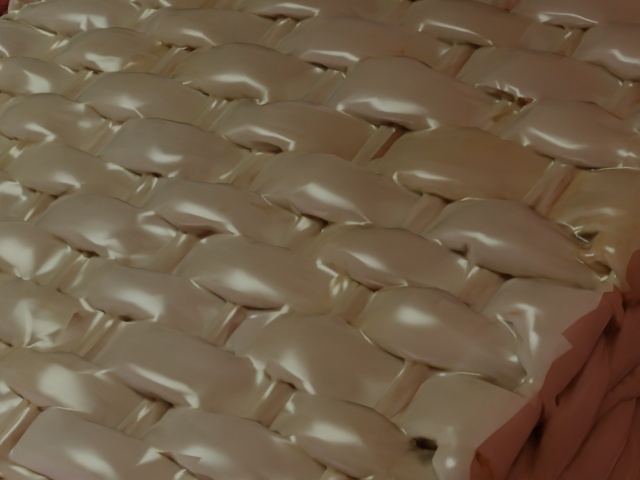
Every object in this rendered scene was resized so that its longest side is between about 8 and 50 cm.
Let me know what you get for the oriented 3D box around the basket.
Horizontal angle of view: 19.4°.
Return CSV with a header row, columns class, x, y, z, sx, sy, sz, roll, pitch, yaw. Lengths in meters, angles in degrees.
class,x,y,z,sx,sy,sz,roll,pitch,yaw
basket,0.044,0.031,0.616,0.331,0.328,0.266,18,149,45
